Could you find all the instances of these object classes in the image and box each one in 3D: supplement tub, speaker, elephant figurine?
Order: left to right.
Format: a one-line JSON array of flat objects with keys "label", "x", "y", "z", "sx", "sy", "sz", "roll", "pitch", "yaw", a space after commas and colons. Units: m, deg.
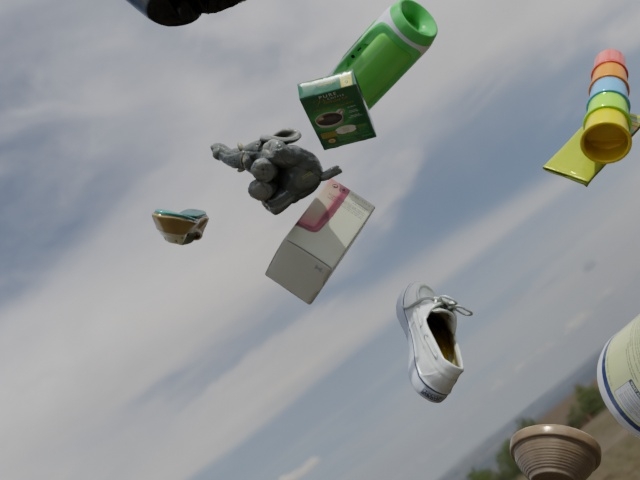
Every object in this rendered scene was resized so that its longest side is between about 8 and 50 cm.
[{"label": "elephant figurine", "x": -0.102, "y": -0.172, "z": 2.034, "sx": 0.169, "sy": 0.186, "sz": 0.239, "roll": -50, "pitch": 27, "yaw": 8}, {"label": "speaker", "x": 0.126, "y": -0.397, "z": 2.120, "sx": 0.131, "sy": 0.131, "sz": 0.296, "roll": -21, "pitch": -17, "yaw": -47}, {"label": "supplement tub", "x": 0.653, "y": 0.199, "z": 1.651, "sx": 0.235, "sy": 0.235, "sz": 0.325, "roll": -30, "pitch": -18, "yaw": -28}]

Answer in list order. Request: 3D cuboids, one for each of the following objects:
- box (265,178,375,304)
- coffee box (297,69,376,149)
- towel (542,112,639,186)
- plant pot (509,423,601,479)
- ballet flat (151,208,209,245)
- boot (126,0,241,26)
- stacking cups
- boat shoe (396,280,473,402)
[{"label": "box", "x": 0.000, "y": 0.000, "z": 2.113, "sx": 0.232, "sy": 0.127, "sz": 0.148, "roll": -54, "pitch": -4, "yaw": -43}, {"label": "coffee box", "x": 0.034, "y": -0.246, "z": 1.816, "sx": 0.113, "sy": 0.040, "sz": 0.184, "roll": -14, "pitch": -29, "yaw": 11}, {"label": "towel", "x": 0.546, "y": -0.190, "z": 1.894, "sx": 0.237, "sy": 0.102, "sz": 0.021, "roll": -42, "pitch": -42, "yaw": -30}, {"label": "plant pot", "x": 0.617, "y": 0.593, "z": 2.517, "sx": 0.237, "sy": 0.237, "sz": 0.109, "roll": 121, "pitch": 168, "yaw": -50}, {"label": "ballet flat", "x": -0.279, "y": -0.024, "z": 1.921, "sx": 0.232, "sy": 0.080, "sz": 0.073, "roll": -8, "pitch": -70, "yaw": -76}, {"label": "boot", "x": -0.400, "y": -0.492, "z": 1.760, "sx": 0.367, "sy": 0.445, "sz": 0.146, "roll": -38, "pitch": -35, "yaw": -17}, {"label": "stacking cups", "x": 0.567, "y": -0.273, "z": 1.889, "sx": 0.096, "sy": 0.096, "sz": 0.316, "roll": -52, "pitch": 10, "yaw": 39}, {"label": "boat shoe", "x": 0.263, "y": 0.183, "z": 2.127, "sx": 0.156, "sy": 0.136, "sz": 0.367, "roll": -54, "pitch": 17, "yaw": 29}]
